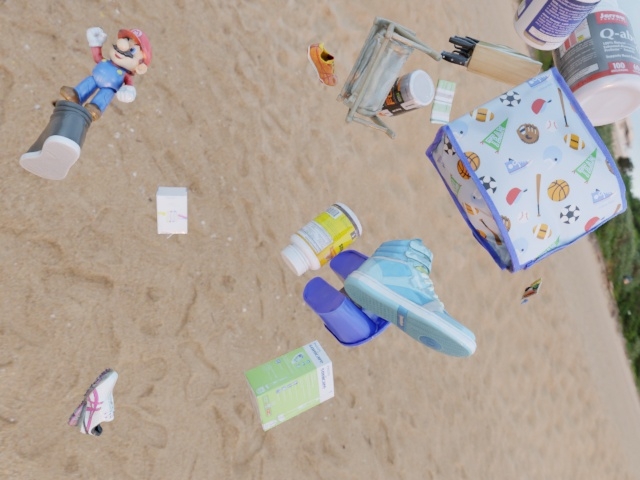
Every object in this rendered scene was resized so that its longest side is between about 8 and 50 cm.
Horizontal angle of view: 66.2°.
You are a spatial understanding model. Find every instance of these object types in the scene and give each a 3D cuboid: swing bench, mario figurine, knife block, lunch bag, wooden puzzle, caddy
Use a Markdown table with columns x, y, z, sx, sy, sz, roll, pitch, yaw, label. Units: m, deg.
| x | y | z | sx | sy | sz | roll | pitch | yaw | label |
| --- | --- | --- | --- | --- | --- | --- | --- | --- | --- |
| 0.170 | -0.463 | 1.373 | 0.165 | 0.253 | 0.254 | 16 | 31 | -20 | swing bench |
| -0.642 | -0.532 | 1.496 | 0.198 | 0.170 | 0.320 | 46 | 67 | -40 | mario figurine |
| 0.531 | -0.581 | 1.585 | 0.242 | 0.088 | 0.275 | -2 | 38 | -22 | knife block |
| 0.499 | -0.153 | 1.201 | 0.385 | 0.328 | 0.239 | 60 | -2 | 9 | lunch bag |
| 0.712 | 0.169 | 1.663 | 0.014 | 0.078 | 0.116 | 46 | 40 | 0 | wooden puzzle |
| 0.100 | 0.174 | 1.450 | 0.179 | 0.241 | 0.341 | 47 | -6 | -20 | caddy |

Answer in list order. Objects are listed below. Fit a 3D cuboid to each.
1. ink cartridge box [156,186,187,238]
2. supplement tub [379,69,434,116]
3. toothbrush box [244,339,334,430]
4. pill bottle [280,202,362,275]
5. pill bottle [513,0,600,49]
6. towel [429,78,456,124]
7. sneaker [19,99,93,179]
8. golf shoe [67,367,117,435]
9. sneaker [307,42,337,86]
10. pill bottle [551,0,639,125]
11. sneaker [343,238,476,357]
| x | y | z | sx | sy | sz | roll | pitch | yaw | label |
| --- | --- | --- | --- | --- | --- | --- | --- | --- | --- |
| -0.462 | -0.086 | 1.532 | 0.092 | 0.090 | 0.143 | -122 | -146 | -62 | ink cartridge box |
| 0.262 | -0.470 | 1.593 | 0.117 | 0.190 | 0.116 | 2 | 87 | -35 | supplement tub |
| -0.104 | 0.509 | 1.731 | 0.122 | 0.283 | 0.206 | 49 | -27 | 46 | toothbrush box |
| 0.000 | 0.000 | 1.333 | 0.117 | 0.215 | 0.117 | 48 | -15 | 17 | pill bottle |
| 0.439 | -0.442 | 0.868 | 0.186 | 0.112 | 0.111 | 119 | -35 | -68 | pill bottle |
| 0.443 | -0.496 | 1.768 | 0.113 | 0.023 | 0.151 | -9 | 114 | -46 | towel |
| -0.659 | -0.252 | 1.239 | 0.105 | 0.296 | 0.146 | 29 | 60 | -37 | sneaker |
| -0.500 | 0.369 | 1.125 | 0.086 | 0.186 | 0.067 | 33 | 21 | -6 | golf shoe |
| 0.019 | -0.533 | 1.509 | 0.175 | 0.068 | 0.064 | 38 | 56 | -59 | sneaker |
| 0.794 | -0.536 | 1.425 | 0.210 | 0.210 | 0.362 | 32 | 53 | -51 | pill bottle |
| 0.236 | 0.107 | 1.113 | 0.208 | 0.319 | 0.127 | -50 | 160 | -25 | sneaker |
